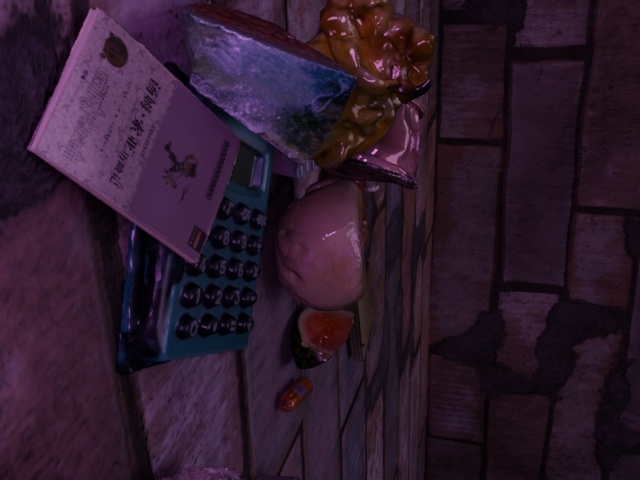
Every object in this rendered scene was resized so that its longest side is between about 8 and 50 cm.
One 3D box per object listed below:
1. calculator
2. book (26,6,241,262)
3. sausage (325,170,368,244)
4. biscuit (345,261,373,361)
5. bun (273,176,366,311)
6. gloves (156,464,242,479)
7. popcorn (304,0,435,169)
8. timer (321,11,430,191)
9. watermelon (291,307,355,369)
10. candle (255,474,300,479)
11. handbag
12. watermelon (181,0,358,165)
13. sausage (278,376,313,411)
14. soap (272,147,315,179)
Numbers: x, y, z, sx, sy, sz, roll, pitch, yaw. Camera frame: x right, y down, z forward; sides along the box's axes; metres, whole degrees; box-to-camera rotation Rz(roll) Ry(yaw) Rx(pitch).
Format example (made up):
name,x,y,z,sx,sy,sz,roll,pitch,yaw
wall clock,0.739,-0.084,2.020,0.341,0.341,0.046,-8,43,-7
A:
name,x,y,z,sx,sy,sz,roll,pitch,yaw
calculator,-0.111,-0.008,0.761,0.248,0.058,0.274,19,77,-74
book,-0.135,-0.075,0.604,0.181,0.014,0.127,42,55,-47
sausage,0.037,-0.049,1.271,0.089,0.089,0.179,59,29,-66
biscuit,0.081,0.148,1.589,0.121,0.040,0.199,-74,163,-44
bun,0.000,0.000,1.071,0.193,0.128,0.178,-85,171,-54
gloves,-0.135,0.276,0.735,0.153,0.070,0.114,14,89,-69
popcorn,0.020,-0.174,0.828,0.195,0.168,0.173,142,-72,-72
timer,0.079,-0.227,1.282,0.175,0.175,0.266,-70,170,-46
watermelon,-0.011,0.139,1.183,0.069,0.087,0.163,60,21,-8
candle,-0.060,0.429,1.075,0.168,0.068,0.192,-76,161,-44
handbag,0.052,-0.153,1.088,0.179,0.205,0.116,19,86,-44
watermelon,-0.070,-0.174,0.731,0.094,0.154,0.241,-59,-159,19
sausage,-0.041,0.235,1.165,0.107,0.031,0.031,-21,115,-73
soap,-0.044,-0.152,0.977,0.100,0.056,0.149,-50,142,-61
